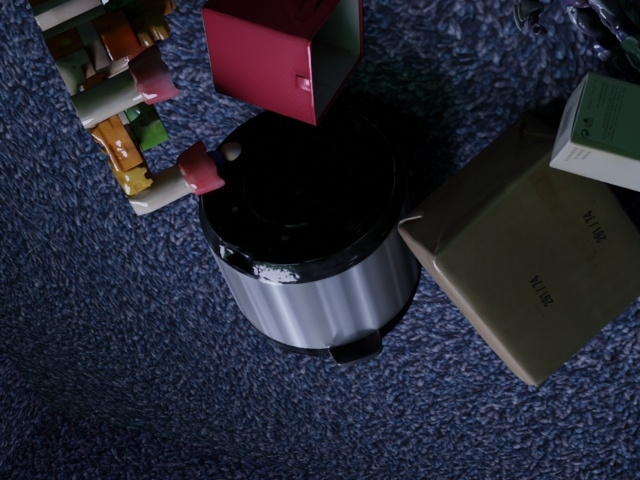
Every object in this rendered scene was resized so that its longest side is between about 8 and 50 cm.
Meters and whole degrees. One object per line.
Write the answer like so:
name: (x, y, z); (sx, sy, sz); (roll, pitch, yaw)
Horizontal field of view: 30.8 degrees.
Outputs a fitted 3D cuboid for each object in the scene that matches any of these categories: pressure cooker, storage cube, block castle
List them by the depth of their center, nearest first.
storage cube: (-0.056, -0.330, 1.868); (0.193, 0.183, 0.215); (20, 146, 17)
block castle: (-0.314, -0.294, 1.941); (0.453, 0.213, 0.303); (60, 175, 42)
pressure cooker: (-0.006, 0.001, 2.092); (0.376, 0.369, 0.420); (18, 153, 22)

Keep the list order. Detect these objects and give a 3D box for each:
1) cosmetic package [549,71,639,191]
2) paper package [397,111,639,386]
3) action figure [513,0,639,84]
cosmetic package: (0.500, -0.130, 1.653); (0.310, 0.113, 0.160); (17, 172, 4)
paper package: (0.343, 0.014, 1.880); (0.325, 0.309, 0.168); (48, -179, -25)
action figure: (0.368, -0.329, 1.608); (0.285, 0.099, 0.185); (42, 151, -10)
